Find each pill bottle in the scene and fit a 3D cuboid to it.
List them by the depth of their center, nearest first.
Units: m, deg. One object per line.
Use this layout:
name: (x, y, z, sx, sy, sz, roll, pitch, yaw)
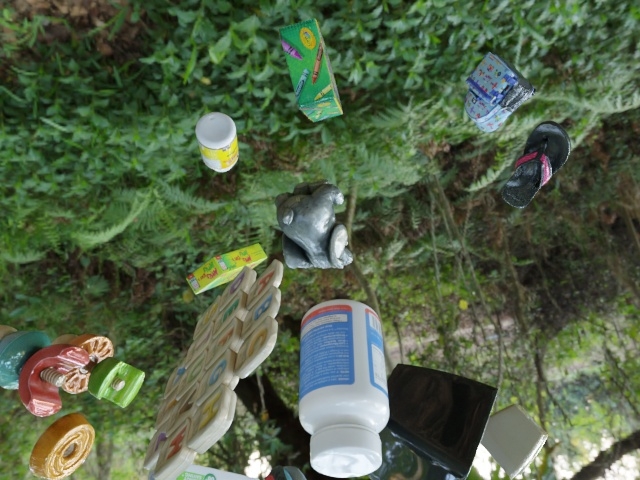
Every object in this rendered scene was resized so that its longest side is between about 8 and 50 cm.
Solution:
pill bottle: (0.031, 0.203, 0.774, 0.124, 0.221, 0.124, 0, 135, 0)
pill bottle: (-0.312, -0.292, 1.690, 0.117, 0.117, 0.215, -11, 164, -8)

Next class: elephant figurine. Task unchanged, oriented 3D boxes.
elephant figurine: (0.000, 0.000, 1.207, 0.186, 0.239, 0.169, -26, -156, -20)

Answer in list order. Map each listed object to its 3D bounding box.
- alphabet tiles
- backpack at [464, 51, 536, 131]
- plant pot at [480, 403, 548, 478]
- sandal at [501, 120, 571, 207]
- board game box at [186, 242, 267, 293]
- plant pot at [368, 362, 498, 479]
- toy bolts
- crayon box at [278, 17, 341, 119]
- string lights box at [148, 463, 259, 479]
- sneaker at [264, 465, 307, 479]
alphabet tiles: (-0.142, 0.156, 0.710, 0.021, 0.284, 0.278, 35, 116, -20)
backpack: (0.452, -0.387, 1.469, 0.117, 0.158, 0.173, 16, 129, -33)
plant pot: (0.364, 0.369, 1.044, 0.096, 0.109, 0.109, -47, 148, 7)
sandal: (0.342, -0.112, 0.889, 0.040, 0.067, 0.179, -43, 158, -35)
board game box: (-0.207, 0.061, 1.241, 0.092, 0.043, 0.181, -35, 174, 26)
plant pot: (0.160, 0.317, 0.908, 0.187, 0.167, 0.188, -45, 157, -49)
toy bolts: (-0.421, 0.220, 0.835, 0.159, 0.218, 0.228, 21, 156, 22)
crayon box: (-0.014, -0.368, 1.233, 0.081, 0.165, 0.278, -14, -175, 7)
string lights box: (-0.155, 0.418, 0.663, 0.133, 0.259, 0.077, 29, 134, -34)
sneaker: (0.021, 0.363, 0.593, 0.125, 0.262, 0.104, 4, 131, -44)
